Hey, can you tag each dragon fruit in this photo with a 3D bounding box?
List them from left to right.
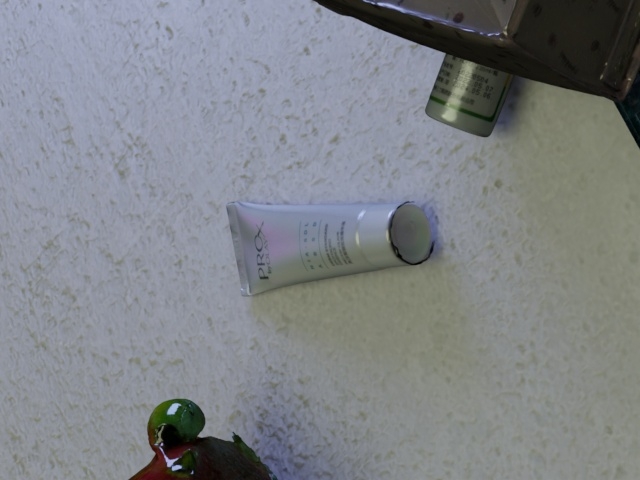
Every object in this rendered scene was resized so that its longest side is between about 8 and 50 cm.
[{"bbox_3d":[-0.089,0.288,1.651,0.130,0.268,0.295,-37,72,16],"label":"dragon fruit"}]

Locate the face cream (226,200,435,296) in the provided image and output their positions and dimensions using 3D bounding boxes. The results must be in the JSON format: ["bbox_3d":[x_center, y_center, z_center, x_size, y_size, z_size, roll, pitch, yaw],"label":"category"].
[{"bbox_3d":[0.000,0.000,1.685,0.244,0.058,0.092,-6,92,47],"label":"face cream"}]

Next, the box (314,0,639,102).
[{"bbox_3d":[0.112,-0.263,1.422,0.297,0.190,0.225,23,93,38],"label":"box"}]

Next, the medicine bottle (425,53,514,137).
[{"bbox_3d":[0.144,-0.202,1.546,0.092,0.061,0.220,32,104,52],"label":"medicine bottle"}]

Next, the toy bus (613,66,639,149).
[{"bbox_3d":[0.262,-0.107,1.440,0.047,0.065,0.166,-39,67,34],"label":"toy bus"}]
